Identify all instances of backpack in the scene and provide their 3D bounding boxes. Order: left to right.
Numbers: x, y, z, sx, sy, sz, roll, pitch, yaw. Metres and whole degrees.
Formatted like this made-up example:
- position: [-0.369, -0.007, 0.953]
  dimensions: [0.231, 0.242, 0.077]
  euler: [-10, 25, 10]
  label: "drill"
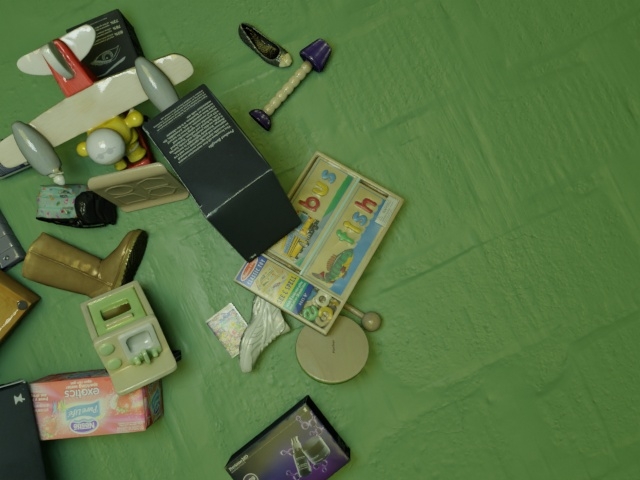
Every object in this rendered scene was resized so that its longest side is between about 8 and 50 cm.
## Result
- position: [-0.646, -0.091, 1.471]
  dimensions: [0.182, 0.152, 0.115]
  euler: [4, 89, 17]
  label: "backpack"

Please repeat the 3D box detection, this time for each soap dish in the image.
- position: [-0.884, 0.195, 1.394]
  dimensions: [0.229, 0.118, 0.291]
  euler: [45, 68, -27]
  label: "soap dish"

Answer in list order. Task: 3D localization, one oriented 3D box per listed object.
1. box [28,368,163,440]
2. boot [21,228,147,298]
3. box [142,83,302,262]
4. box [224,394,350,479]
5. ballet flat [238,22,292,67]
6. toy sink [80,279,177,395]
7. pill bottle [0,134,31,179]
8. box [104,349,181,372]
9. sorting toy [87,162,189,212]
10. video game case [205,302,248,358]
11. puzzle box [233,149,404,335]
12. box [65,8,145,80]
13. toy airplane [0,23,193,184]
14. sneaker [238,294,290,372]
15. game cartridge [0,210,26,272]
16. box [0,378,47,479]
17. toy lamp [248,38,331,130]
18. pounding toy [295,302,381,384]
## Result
- position: [-0.568, 0.406, 1.428]
  dimensions: [0.300, 0.154, 0.142]
  euler: [-6, 86, 1]
  label: "box"
- position: [-0.621, 0.038, 1.484]
  dimensions: [0.270, 0.089, 0.236]
  euler: [22, 87, 4]
  label: "boot"
- position: [-0.216, -0.146, 1.323]
  dimensions: [0.183, 0.296, 0.294]
  euler: [-36, 67, -4]
  label: "box"
- position: [-0.081, 0.552, 1.431]
  dimensions: [0.261, 0.103, 0.184]
  euler: [-39, 84, -1]
  label: "box"
- position: [-0.152, -0.521, 1.518]
  dimensions: [0.173, 0.049, 0.057]
  euler: [35, 89, 3]
  label: "ballet flat"
- position: [-0.467, 0.228, 1.369]
  dimensions: [0.153, 0.131, 0.234]
  euler: [-24, 43, -19]
  label: "toy sink"
- position: [-0.839, -0.219, 1.501]
  dimensions: [0.169, 0.094, 0.094]
  euler: [-23, 86, 0]
  label: "pill bottle"
- position: [-0.451, 0.309, 1.448]
  dimensions: [0.162, 0.116, 0.029]
  euler: [-6, 88, 2]
  label: "box"
- position: [-0.454, -0.137, 1.431]
  dimensions: [0.193, 0.208, 0.038]
  euler: [-13, 74, 1]
  label: "sorting toy"
- position: [-0.235, 0.238, 1.497]
  dimensions: [0.087, 0.011, 0.122]
  euler: [-37, 86, 0]
  label: "video game case"
- position: [0.000, 0.000, 1.442]
  dimensions: [0.272, 0.052, 0.409]
  euler: [29, 78, 6]
  label: "puzzle box"
- position: [-0.550, -0.476, 1.499]
  dimensions: [0.153, 0.108, 0.207]
  euler: [-21, 87, 0]
  label: "box"
- position: [-0.522, -0.295, 1.326]
  dimensions: [0.384, 0.272, 0.386]
  euler: [7, 130, -33]
  label: "toy airplane"
- position: [-0.138, 0.234, 1.451]
  dimensions: [0.115, 0.090, 0.232]
  euler: [18, 81, -5]
  label: "sneaker"
- position: [-1.000, 0.043, 1.512]
  dimensions: [0.355, 0.068, 0.230]
  euler: [-32, 90, 0]
  label: "game cartridge"
- position: [-0.900, 0.612, 1.286]
  dimensions: [0.472, 0.297, 0.479]
  euler: [-14, 87, 20]
  label: "box"
- position: [-0.076, -0.418, 1.496]
  dimensions: [0.080, 0.080, 0.274]
  euler: [41, 88, 4]
  label: "toy lamp"
- position: [0.040, 0.274, 1.455]
  dimensions: [0.183, 0.110, 0.237]
  euler: [23, 58, 14]
  label: "pounding toy"
